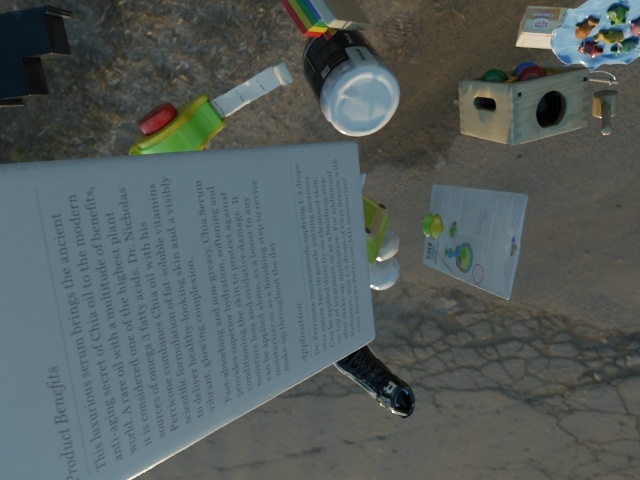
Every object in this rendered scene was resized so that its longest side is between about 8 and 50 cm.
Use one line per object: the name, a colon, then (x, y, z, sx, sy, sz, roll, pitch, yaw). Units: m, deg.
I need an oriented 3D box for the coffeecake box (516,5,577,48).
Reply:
coffeecake box: (0.607, -0.563, 1.384, 0.142, 0.185, 0.068, 10, 102, 14)

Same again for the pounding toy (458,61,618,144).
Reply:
pounding toy: (0.336, -0.207, 0.741, 0.205, 0.181, 0.094, -16, 113, -15)

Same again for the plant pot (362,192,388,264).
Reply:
plant pot: (0.000, 0.000, 0.992, 0.227, 0.228, 0.207, 34, 117, -1)

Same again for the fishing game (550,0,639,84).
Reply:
fishing game: (0.480, -0.338, 0.860, 0.188, 0.041, 0.264, 9, 163, -2)

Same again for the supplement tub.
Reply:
supplement tub: (0.068, -0.451, 1.416, 0.206, 0.338, 0.207, -10, 135, -11)

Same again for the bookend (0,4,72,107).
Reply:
bookend: (-0.531, -0.336, 0.962, 0.157, 0.072, 0.157, -5, 105, 10)

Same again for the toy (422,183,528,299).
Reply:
toy: (0.234, -0.008, 0.776, 0.056, 0.137, 0.237, 3, -172, -21)

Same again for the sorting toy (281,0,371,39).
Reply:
sorting toy: (-0.025, -0.578, 1.192, 0.089, 0.255, 0.257, -34, 93, 30)

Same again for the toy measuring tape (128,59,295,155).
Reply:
toy measuring tape: (-0.195, -0.190, 0.855, 0.329, 0.121, 0.121, -20, 124, 22)

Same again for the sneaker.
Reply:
sneaker: (0.112, 0.268, 1.040, 0.217, 0.079, 0.121, 44, 167, -14)

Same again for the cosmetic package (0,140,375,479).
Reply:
cosmetic package: (-0.150, 0.043, 0.453, 0.161, 0.453, 0.230, 1, 101, 40)

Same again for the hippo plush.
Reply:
hippo plush: (0.100, 0.028, 1.441, 0.234, 0.294, 0.237, -26, 142, 5)
